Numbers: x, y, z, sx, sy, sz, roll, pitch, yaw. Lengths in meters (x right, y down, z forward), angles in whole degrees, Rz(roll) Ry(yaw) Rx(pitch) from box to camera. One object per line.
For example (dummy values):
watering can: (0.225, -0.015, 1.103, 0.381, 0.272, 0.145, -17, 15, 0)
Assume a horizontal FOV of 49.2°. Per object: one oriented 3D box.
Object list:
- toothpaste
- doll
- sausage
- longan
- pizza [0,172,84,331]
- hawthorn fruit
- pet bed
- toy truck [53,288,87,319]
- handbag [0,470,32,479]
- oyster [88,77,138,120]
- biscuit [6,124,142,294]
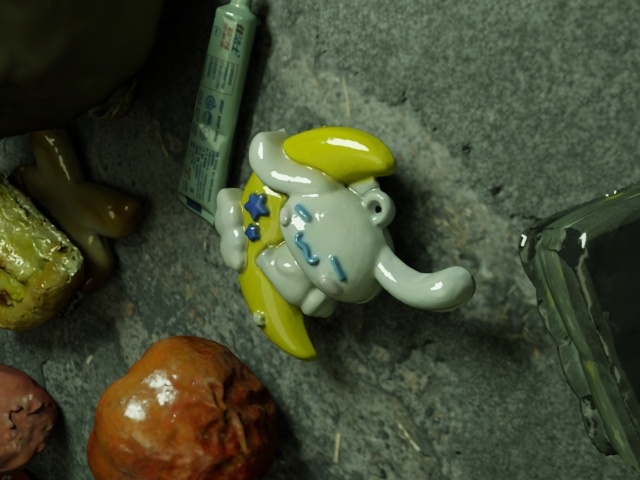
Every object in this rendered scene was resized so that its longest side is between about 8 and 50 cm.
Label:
toothpaste: (-0.110, -0.147, 0.764, 0.069, 0.047, 0.268, 19, 113, 6)
doll: (0.000, 0.000, 0.691, 0.237, 0.111, 0.252, -37, 72, 29)
sausage: (-0.510, 0.247, 1.018, 0.280, 0.152, 0.152, 12, 106, 28)
longan: (-0.347, -0.277, 0.688, 0.391, 0.391, 0.390, 6, 103, 29)
pizza: (-0.440, -0.008, 0.927, 0.280, 0.075, 0.287, -37, 85, 45)
hawthorn fruit: (-0.122, 0.230, 0.769, 0.243, 0.207, 0.207, 34, 115, 16)
pet bed: (0.269, 0.058, 0.529, 0.183, 0.159, 0.210, -23, 89, 6)
toy truck: (-0.343, 0.077, 0.957, 0.083, 0.024, 0.032, -42, 75, 29)
handbag: (-0.536, 0.424, 1.070, 0.298, 0.151, 0.171, 19, 104, 22)
oyster: (-0.252, -0.170, 0.851, 0.093, 0.034, 0.051, 7, 87, 41)
biscuit: (-0.324, -0.054, 0.907, 0.208, 0.047, 0.164, 46, 122, 14)
